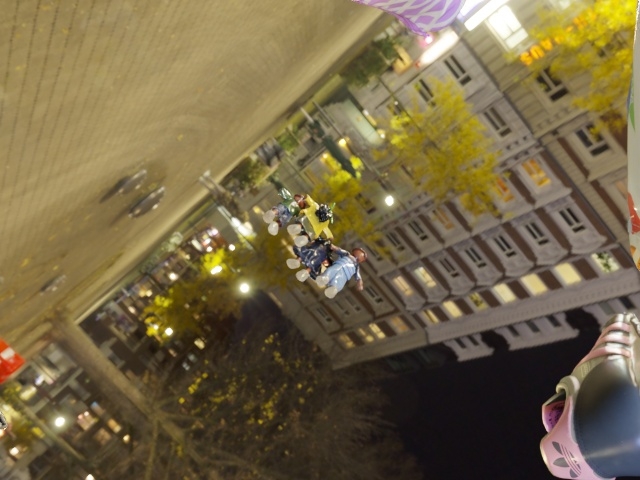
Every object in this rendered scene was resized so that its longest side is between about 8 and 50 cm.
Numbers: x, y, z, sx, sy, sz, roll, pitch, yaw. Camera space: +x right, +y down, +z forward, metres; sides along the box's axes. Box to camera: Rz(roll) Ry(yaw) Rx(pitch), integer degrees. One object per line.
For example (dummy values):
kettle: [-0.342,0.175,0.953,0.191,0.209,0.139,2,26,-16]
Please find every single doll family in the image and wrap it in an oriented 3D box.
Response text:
doll family: [0.000,0.000,0.869,0.076,0.193,0.111,-18,-167,35]

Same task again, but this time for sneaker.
sneaker: [0.301,0.156,0.608,0.131,0.112,0.319,-29,169,23]

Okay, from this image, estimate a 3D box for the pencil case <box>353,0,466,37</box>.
pencil case: [0.053,-0.238,0.497,0.206,0.086,0.088,-9,119,-46]

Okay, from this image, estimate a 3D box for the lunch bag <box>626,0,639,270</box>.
lunch bag: [0.326,-0.096,0.339,0.243,0.303,0.115,-4,-162,7]

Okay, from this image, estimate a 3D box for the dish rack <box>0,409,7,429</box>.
dish rack: [-0.251,0.251,0.340,0.208,0.271,0.074,-34,168,-21]
